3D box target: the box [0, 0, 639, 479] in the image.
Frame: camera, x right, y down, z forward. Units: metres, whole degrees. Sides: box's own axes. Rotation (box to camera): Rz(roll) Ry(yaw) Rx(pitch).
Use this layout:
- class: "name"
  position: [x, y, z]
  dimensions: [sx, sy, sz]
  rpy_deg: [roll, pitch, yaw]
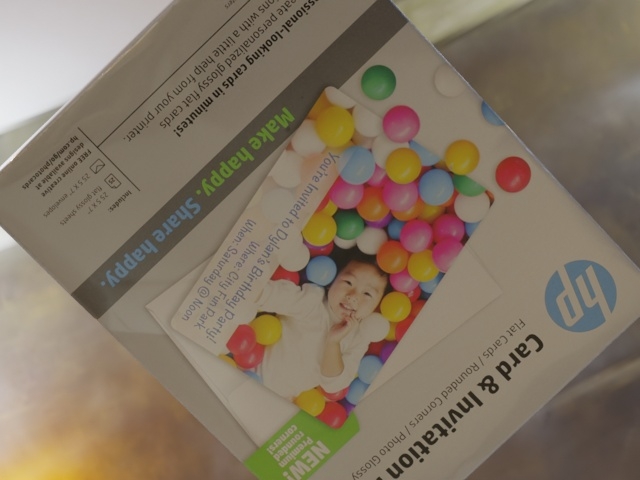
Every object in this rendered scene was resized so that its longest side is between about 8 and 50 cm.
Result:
- class: "box"
  position: [0.000, 0.000, 0.565]
  dimensions: [0.145, 0.186, 0.038]
  rpy_deg: [-43, 12, 3]
